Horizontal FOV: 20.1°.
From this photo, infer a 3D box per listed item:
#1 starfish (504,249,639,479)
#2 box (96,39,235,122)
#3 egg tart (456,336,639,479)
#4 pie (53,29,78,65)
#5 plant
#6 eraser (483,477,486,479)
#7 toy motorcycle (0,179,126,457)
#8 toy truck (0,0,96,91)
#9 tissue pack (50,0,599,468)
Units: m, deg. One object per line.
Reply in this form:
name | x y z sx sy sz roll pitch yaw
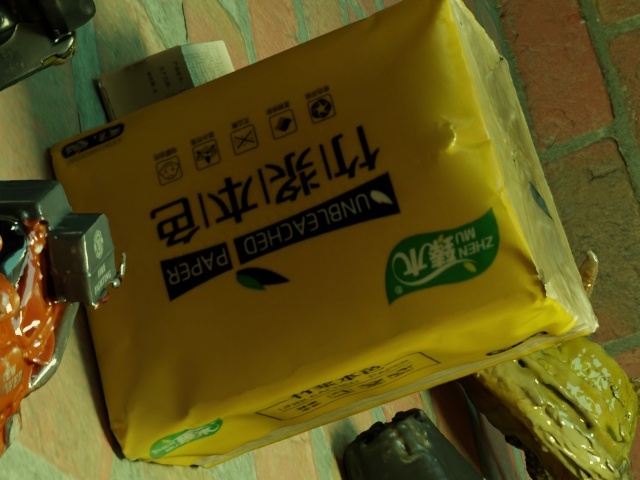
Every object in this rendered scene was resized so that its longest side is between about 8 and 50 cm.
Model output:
starfish | 0.367 0.238 2.743 0.398 0.384 0.132 56 24 13
box | -0.117 -0.083 1.768 0.168 0.095 0.212 -30 100 -73
egg tart | 0.315 0.214 2.522 0.388 0.169 0.388 43 -9 9
pie | -0.259 -0.235 1.513 0.163 0.079 0.193 -82 149 -80
plant | 0.126 0.316 2.015 0.256 0.142 0.164 64 14 -6
eraser | 0.193 0.473 2.129 0.098 0.096 0.404 56 19 -43
toy motorcycle | -0.232 0.039 1.152 0.325 0.148 0.221 -63 153 -68
toy truck | -0.276 -0.213 1.341 0.224 0.147 0.165 63 -8 -15
tissue pack | 0.000 0.000 1.524 0.228 0.382 0.293 38 34 -66
